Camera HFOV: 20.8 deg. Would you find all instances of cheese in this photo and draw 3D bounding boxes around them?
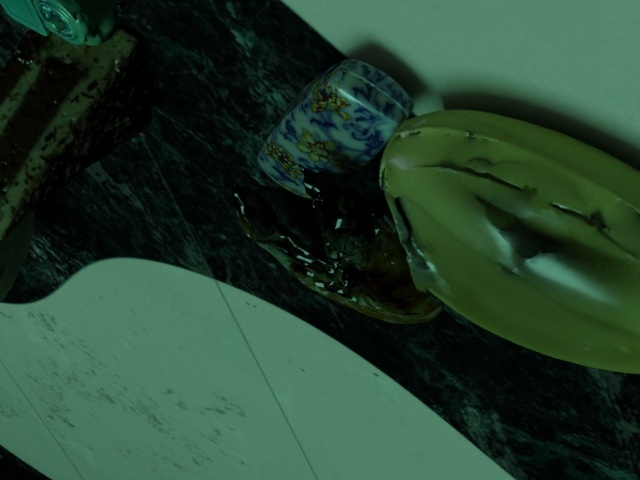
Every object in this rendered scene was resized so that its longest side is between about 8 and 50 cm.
[{"bbox_3d":[0.205,0.011,1.455,0.316,0.128,0.259,24,161,36],"label":"cheese"}]

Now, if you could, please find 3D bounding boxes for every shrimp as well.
[{"bbox_3d":[0.000,0.000,1.676,0.233,0.071,0.365,20,167,22],"label":"shrimp"}]

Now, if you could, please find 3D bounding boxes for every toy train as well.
[{"bbox_3d":[-0.248,-0.267,1.566,0.154,0.107,0.198,29,155,32],"label":"toy train"}]

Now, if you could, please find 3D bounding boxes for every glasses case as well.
[{"bbox_3d":[0.007,-0.097,1.571,0.087,0.065,0.248,31,159,-10],"label":"glasses case"}]

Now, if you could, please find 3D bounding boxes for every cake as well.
[{"bbox_3d":[-0.275,-0.127,1.692,0.112,0.246,0.135,27,134,21],"label":"cake"}]

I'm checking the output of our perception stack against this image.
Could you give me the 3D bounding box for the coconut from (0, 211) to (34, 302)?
[{"bbox_3d":[-0.489,-0.020,2.083,0.323,0.323,0.323,29,154,16],"label":"coconut"}]
